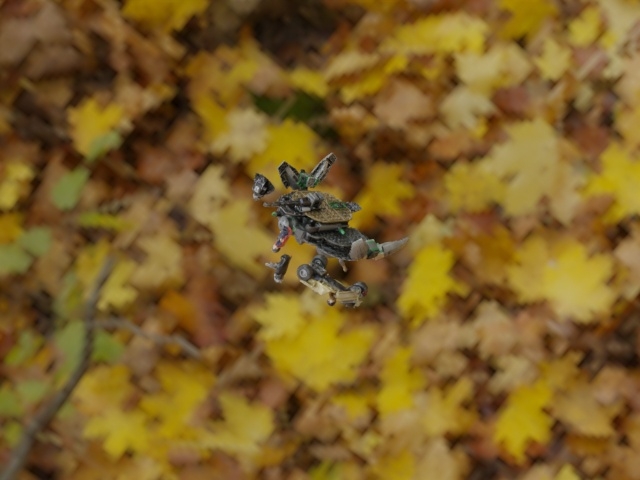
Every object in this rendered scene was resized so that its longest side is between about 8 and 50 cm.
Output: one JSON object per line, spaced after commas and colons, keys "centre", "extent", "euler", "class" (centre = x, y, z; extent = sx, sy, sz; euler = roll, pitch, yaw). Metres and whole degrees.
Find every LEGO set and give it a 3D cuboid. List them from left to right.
{"centre": [-0.002, 0.000, 0.651], "extent": [0.023, 0.054, 0.083], "euler": [-65, -8, 29], "class": "LEGO set"}
